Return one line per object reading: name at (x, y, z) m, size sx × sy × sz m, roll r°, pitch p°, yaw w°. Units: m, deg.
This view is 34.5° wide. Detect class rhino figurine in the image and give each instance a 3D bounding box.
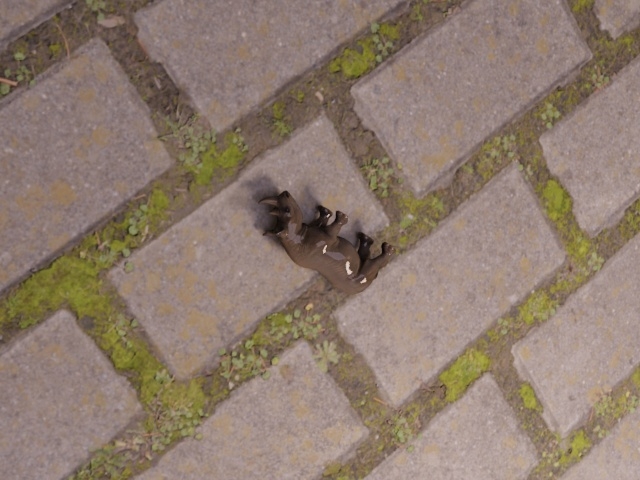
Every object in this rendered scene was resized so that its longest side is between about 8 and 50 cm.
rhino figurine at (0.000, 0.000, 1.641) m, size 0.243 × 0.073 × 0.106 m, roll 32°, pitch 80°, yaw -24°
